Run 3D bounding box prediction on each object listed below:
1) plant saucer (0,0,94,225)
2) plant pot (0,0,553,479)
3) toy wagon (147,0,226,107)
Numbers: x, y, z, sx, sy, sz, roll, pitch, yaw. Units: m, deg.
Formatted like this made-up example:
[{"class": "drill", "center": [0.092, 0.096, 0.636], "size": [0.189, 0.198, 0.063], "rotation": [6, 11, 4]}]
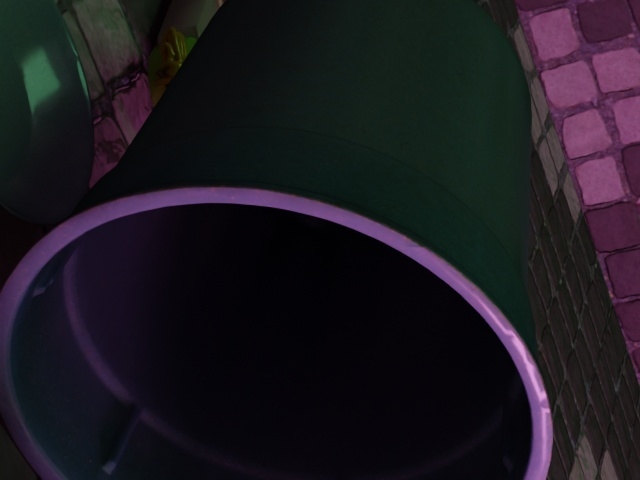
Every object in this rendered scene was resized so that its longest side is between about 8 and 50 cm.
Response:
[{"class": "plant saucer", "center": [-0.213, -0.100, 1.114], "size": [0.195, 0.037, 0.195], "rotation": [-15, 90, -69]}, {"class": "plant pot", "center": [0.000, 0.000, 1.134], "size": [0.341, 0.341, 0.334], "rotation": [62, 28, -31]}, {"class": "toy wagon", "center": [-0.070, -0.113, 1.448], "size": [0.344, 0.068, 0.267], "rotation": [11, 66, -66]}]
